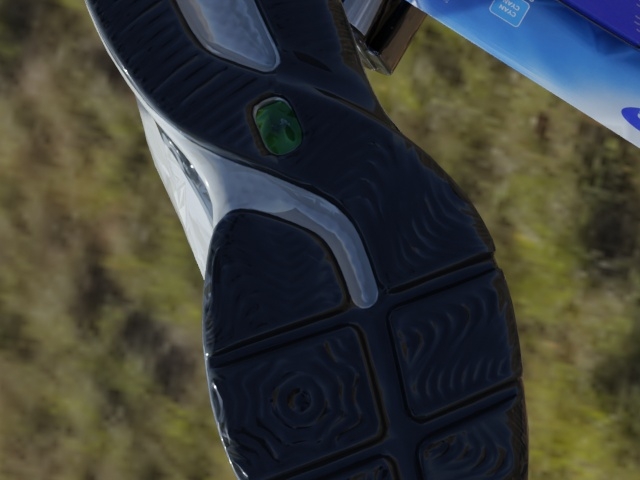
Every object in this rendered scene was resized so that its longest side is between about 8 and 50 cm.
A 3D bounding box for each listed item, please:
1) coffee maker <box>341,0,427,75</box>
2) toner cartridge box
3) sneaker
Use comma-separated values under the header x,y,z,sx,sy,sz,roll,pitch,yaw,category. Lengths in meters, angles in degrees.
x,y,z,sx,sy,sz,roll,pitch,yaw,category
0.065,-0.232,1.595,0.120,0.171,0.178,32,88,45,coffee maker
0.172,-0.184,1.315,0.165,0.348,0.075,-53,-6,-43,toner cartridge box
0.001,-0.001,1.122,0.257,0.169,0.447,63,-174,-84,sneaker
